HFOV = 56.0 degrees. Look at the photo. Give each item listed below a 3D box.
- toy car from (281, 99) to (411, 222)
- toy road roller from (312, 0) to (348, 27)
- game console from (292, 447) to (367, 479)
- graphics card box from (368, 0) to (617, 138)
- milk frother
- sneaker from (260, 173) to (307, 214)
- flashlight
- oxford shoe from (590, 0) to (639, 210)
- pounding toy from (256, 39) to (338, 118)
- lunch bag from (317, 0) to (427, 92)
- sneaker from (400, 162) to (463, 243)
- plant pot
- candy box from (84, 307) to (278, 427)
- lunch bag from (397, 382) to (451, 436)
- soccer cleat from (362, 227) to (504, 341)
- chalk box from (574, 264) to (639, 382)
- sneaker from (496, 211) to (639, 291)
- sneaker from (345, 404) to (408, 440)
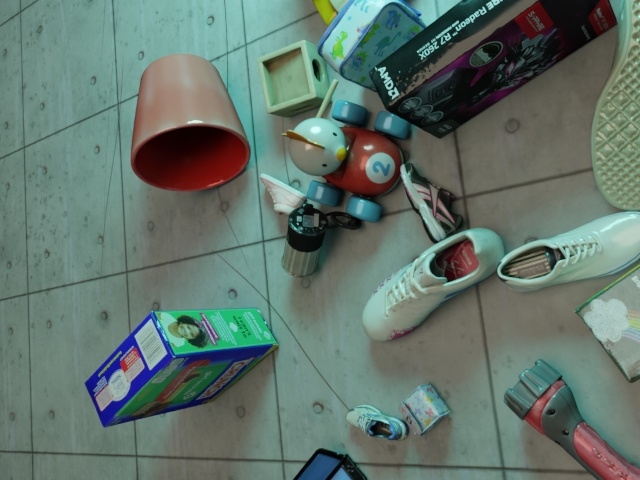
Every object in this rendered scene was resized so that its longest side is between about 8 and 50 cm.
[{"bbox_3d":[0.029,-0.172,1.184,0.210,0.238,0.219,23,99,33],"label":"toy car"},{"bbox_3d":[0.017,-0.608,1.229,0.202,0.240,0.329,-37,66,26],"label":"toy road roller"},{"bbox_3d":[0.016,0.499,1.235,0.107,0.071,0.122,45,111,29],"label":"game console"},{"bbox_3d":[0.292,-0.329,1.023,0.371,0.233,0.094,-31,70,28],"label":"graphics card box"},{"bbox_3d":[0.000,0.000,1.281,0.143,0.129,0.134,20,137,6],"label":"milk frother"},{"bbox_3d":[-0.098,-0.101,1.377,0.134,0.051,0.070,31,98,28],"label":"sneaker"},{"bbox_3d":[0.436,0.324,0.947,0.304,0.103,0.103,42,106,31],"label":"flashlight"},{"bbox_3d":[0.526,-0.269,0.932,0.169,0.130,0.449,8,105,29],"label":"oxford shoe"},{"bbox_3d":[-0.024,-0.322,1.328,0.181,0.094,0.206,-12,88,28],"label":"pounding toy"},{"bbox_3d":[0.107,-0.388,1.162,0.090,0.219,0.176,49,114,20],"label":"lunch bag"},{"bbox_3d":[0.216,-0.079,1.163,0.077,0.072,0.178,-25,66,3],"label":"sneaker"},{"bbox_3d":[-0.320,-0.288,1.434,0.275,0.275,0.243,-28,62,29],"label":"plant pot"},{"bbox_3d":[-0.295,0.268,1.319,0.268,0.317,0.122,-44,65,25],"label":"candy box"},{"bbox_3d":[0.191,0.325,1.143,0.083,0.053,0.071,-51,59,30],"label":"lunch bag"},{"bbox_3d":[0.182,0.080,1.114,0.331,0.143,0.116,-40,66,25],"label":"soccer cleat"},{"bbox_3d":[0.518,0.096,0.894,0.213,0.132,0.132,-42,64,23],"label":"chalk box"},{"bbox_3d":[0.416,0.026,0.991,0.258,0.091,0.094,-28,71,29],"label":"sneaker"},{"bbox_3d":[0.103,0.362,1.195,0.135,0.058,0.052,5,88,35],"label":"sneaker"}]
